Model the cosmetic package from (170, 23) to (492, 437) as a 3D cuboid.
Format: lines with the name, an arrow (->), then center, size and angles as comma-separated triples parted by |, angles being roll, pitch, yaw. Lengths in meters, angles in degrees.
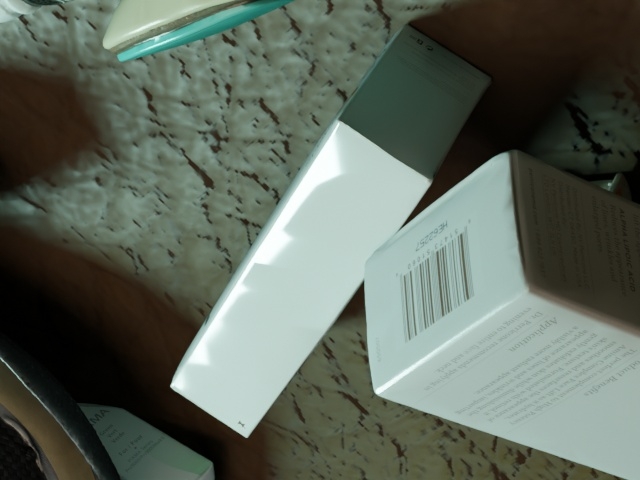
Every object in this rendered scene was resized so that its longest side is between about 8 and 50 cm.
cosmetic package -> 0.000, 0.000, 0.899 | 0.060, 0.099, 0.239 | 32, 134, -2

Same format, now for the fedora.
fedora -> -0.283, 0.184, 1.120 | 0.334, 0.152, 0.334 | 23, 135, 26

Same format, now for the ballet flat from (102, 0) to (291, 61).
ballet flat -> -0.010, -0.150, 0.803 | 0.248, 0.086, 0.086 | -10, 122, 31

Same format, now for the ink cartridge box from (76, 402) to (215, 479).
ink cartridge box -> -0.172, 0.183, 1.188 | 0.224, 0.056, 0.181 | 29, 138, 29

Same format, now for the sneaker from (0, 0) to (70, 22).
sneaker -> -0.156, -0.197, 0.844 | 0.077, 0.072, 0.178 | -5, 134, 15

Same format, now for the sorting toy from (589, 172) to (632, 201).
sorting toy -> 0.130, 0.004, 0.885 | 0.083, 0.045, 0.075 | -4, 144, 29

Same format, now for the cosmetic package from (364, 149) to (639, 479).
cosmetic package -> 0.148, 0.050, 0.819 | 0.231, 0.085, 0.117 | 21, 141, -30
